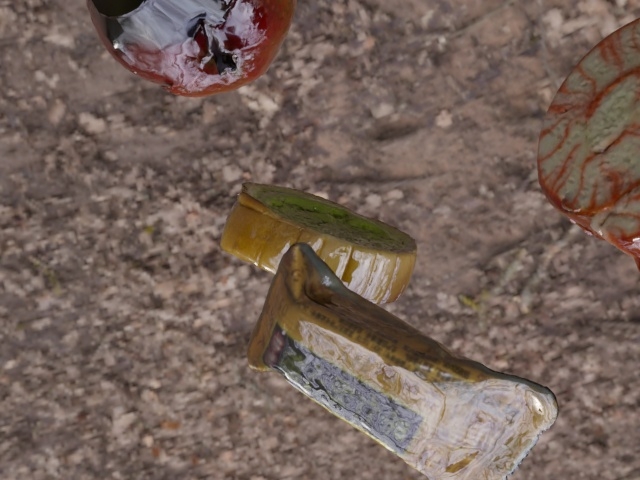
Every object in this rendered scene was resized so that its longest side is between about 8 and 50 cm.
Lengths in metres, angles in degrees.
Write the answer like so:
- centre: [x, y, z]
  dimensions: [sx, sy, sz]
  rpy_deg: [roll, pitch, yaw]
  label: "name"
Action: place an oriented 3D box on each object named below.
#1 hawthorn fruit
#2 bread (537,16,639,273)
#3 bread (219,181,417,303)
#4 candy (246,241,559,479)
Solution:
- centre: [-0.176, -0.342, 1.272]
  dimensions: [0.315, 0.316, 0.316]
  rpy_deg: [-16, 161, -6]
  label: "hawthorn fruit"
- centre: [0.401, -0.122, 1.099]
  dimensions: [0.114, 0.328, 0.295]
  rpy_deg: [28, 104, -29]
  label: "bread"
- centre: [0.000, 0.000, 1.116]
  dimensions: [0.236, 0.236, 0.070]
  rpy_deg: [5, 109, -49]
  label: "bread"
- centre: [0.061, 0.125, 0.839]
  dimensions: [0.143, 0.271, 0.101]
  rpy_deg: [-64, 166, 20]
  label: "candy"
